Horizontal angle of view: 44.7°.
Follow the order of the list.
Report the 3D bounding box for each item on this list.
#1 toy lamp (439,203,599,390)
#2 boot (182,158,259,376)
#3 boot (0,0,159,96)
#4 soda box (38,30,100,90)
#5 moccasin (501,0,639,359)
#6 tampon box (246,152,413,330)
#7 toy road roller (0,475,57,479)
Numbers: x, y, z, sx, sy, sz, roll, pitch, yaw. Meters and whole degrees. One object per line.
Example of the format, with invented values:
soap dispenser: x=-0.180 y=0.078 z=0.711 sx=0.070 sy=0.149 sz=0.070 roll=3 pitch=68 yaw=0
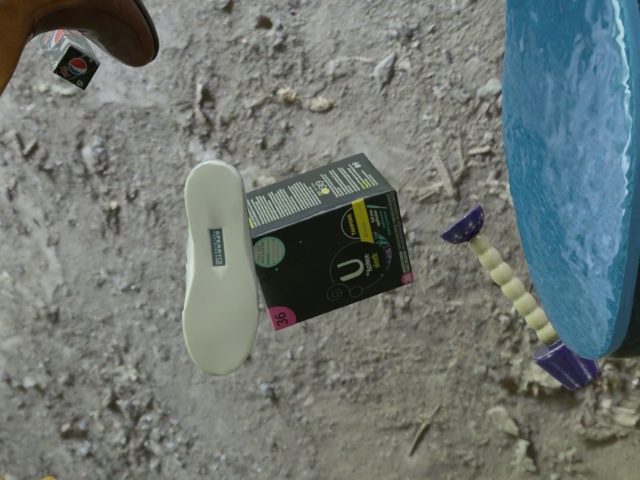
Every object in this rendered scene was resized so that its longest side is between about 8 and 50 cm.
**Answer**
toy lamp: x=0.270 y=0.080 z=1.046 sx=0.275 sy=0.080 sz=0.080 roll=51 pitch=129 yaw=3
boot: x=-0.086 y=0.021 z=0.706 sx=0.069 sy=0.086 sz=0.190 roll=2 pitch=96 yaw=0
boot: x=-0.320 y=-0.232 z=0.881 sx=0.096 sy=0.280 sz=0.264 roll=-15 pitch=133 yaw=29
soda box: x=-0.411 y=-0.308 z=1.269 sx=0.060 sy=0.169 sz=0.053 roll=29 pitch=103 yaw=-38
moccasin: x=0.159 y=-0.114 z=0.354 sx=0.116 sy=0.138 sz=0.342 roll=-5 pitch=100 yaw=-13
tampon box: x=0.000 y=0.000 z=0.834 sx=0.161 sy=0.101 sz=0.120 roll=-20 pitch=122 yaw=-7
toy road roller: x=-0.259 y=0.266 z=0.539 sx=0.240 sy=0.329 sz=0.202 roll=32 pitch=88 yaw=9
